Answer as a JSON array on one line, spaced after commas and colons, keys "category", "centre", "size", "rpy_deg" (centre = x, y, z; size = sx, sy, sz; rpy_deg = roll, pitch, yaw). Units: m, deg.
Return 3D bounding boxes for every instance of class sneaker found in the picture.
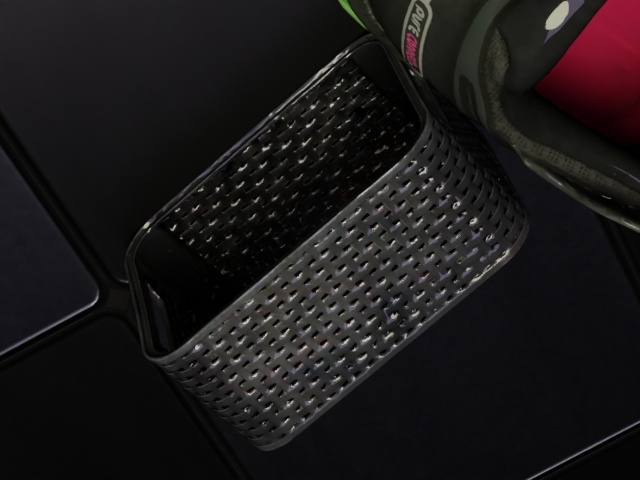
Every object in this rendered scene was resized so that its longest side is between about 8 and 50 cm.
[{"category": "sneaker", "centre": [0.203, -0.048, 0.891], "size": [0.482, 0.202, 0.185], "rpy_deg": [18, 115, -37]}]

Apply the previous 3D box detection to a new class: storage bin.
[{"category": "storage bin", "centre": [0.000, 0.000, 0.940], "size": [0.180, 0.122, 0.084], "rpy_deg": [-40, 121, 12]}]
